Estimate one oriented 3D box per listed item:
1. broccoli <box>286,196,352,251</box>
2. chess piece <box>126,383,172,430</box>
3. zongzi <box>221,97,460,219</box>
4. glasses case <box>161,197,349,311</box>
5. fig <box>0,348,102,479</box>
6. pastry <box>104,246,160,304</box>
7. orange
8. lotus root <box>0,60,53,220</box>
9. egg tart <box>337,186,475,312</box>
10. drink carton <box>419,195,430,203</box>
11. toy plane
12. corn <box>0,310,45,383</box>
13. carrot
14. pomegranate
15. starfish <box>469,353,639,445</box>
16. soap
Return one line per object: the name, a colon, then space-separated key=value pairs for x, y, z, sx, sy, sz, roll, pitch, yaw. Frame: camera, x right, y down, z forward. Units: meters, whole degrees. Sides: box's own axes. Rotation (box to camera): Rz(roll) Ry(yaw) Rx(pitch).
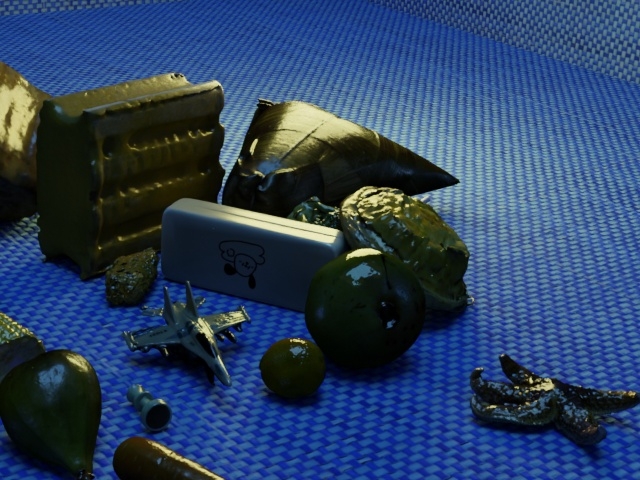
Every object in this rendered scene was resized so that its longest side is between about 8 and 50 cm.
broccoli: x=0.000 y=0.000 z=2.038 sx=0.146 sy=0.162 sz=0.138 roll=12 pitch=39 yaw=-58
chess piece: x=-0.233 y=0.219 z=1.598 sx=0.042 sy=0.042 sz=0.093 roll=-9 pitch=19 yaw=-28
zongzi: x=0.047 y=-0.096 z=2.225 sx=0.432 sy=0.207 sz=0.403 roll=15 pitch=26 yaw=1
glasses case: x=-0.110 y=0.024 z=1.960 sx=0.313 sy=0.131 sz=0.070 roll=13 pitch=24 yaw=18
fig: x=-0.319 y=0.211 z=1.491 sx=0.133 sy=0.126 sz=0.185 roll=2 pitch=15 yaw=-42
pastry: x=-0.305 y=0.056 z=1.947 sx=0.080 sy=0.056 sz=0.140 roll=-8 pitch=25 yaw=1
orange: x=-0.039 y=0.178 z=1.669 sx=0.095 sy=0.085 sz=0.085 roll=-9 pitch=17 yaw=22
lotus root: x=-0.621 y=-0.143 z=2.170 sx=0.316 sy=0.316 sz=0.250 roll=1 pitch=41 yaw=-7
egg tart: x=0.160 y=0.004 z=1.950 sx=0.291 sy=0.107 sz=0.290 roll=34 pitch=23 yaw=-17
drink carton: x=0.129 y=-0.030 z=2.207 sx=0.200 sy=0.074 sz=0.084 roll=-15 pitch=30 yaw=-41
toy plane: x=-0.176 y=0.152 z=1.719 sx=0.192 sy=0.088 sz=0.262 roll=-11 pitch=37 yaw=-20
corn: x=-0.509 y=0.133 z=1.670 sx=0.305 sy=0.122 sz=0.123 roll=22 pitch=-15 yaw=31
carrot: x=-0.157 y=0.288 z=1.402 sx=0.225 sy=0.067 sz=0.067 roll=20 pitch=27 yaw=29
pomegranate: x=0.048 y=0.102 z=1.776 sx=0.211 sy=0.179 sz=0.179 roll=-12 pitch=8 yaw=41
starfish: x=0.325 y=0.224 z=1.654 sx=0.238 sy=0.071 sz=0.216 roll=-6 pitch=28 yaw=1
soap: x=-0.322 y=-0.122 z=2.072 sx=0.156 sy=0.293 sz=0.335 roll=17 pitch=27 yaw=35
